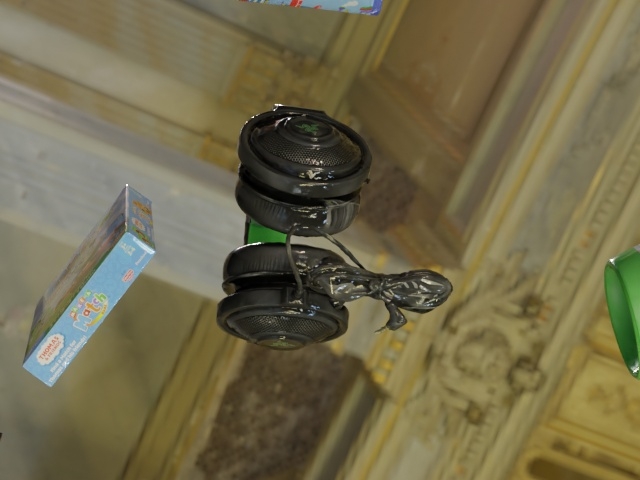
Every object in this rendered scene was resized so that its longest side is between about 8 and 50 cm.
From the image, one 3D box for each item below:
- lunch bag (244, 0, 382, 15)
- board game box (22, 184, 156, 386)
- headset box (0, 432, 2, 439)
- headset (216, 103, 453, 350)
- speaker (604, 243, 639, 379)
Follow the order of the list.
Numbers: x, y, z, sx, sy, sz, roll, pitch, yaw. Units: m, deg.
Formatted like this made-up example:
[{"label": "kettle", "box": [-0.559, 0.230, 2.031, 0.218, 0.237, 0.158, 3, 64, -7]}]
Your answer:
[{"label": "lunch bag", "box": [-0.008, -0.440, 1.695, 0.138, 0.221, 0.293, -119, -142, -47]}, {"label": "board game box", "box": [-0.222, 0.038, 1.359, 0.160, 0.039, 0.211, -52, -166, 6]}, {"label": "headset box", "box": [-0.352, 0.210, 1.383, 0.083, 0.062, 0.032, 119, -14, -48]}, {"label": "headset", "box": [0.000, 0.000, 1.357, 0.394, 0.185, 0.243, -129, -134, -77]}, {"label": "speaker", "box": [0.403, 0.036, 1.203, 0.131, 0.296, 0.131, -13, 90, -89]}]
